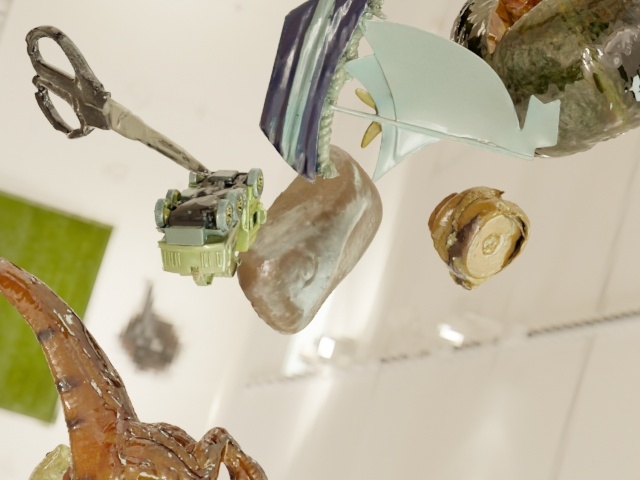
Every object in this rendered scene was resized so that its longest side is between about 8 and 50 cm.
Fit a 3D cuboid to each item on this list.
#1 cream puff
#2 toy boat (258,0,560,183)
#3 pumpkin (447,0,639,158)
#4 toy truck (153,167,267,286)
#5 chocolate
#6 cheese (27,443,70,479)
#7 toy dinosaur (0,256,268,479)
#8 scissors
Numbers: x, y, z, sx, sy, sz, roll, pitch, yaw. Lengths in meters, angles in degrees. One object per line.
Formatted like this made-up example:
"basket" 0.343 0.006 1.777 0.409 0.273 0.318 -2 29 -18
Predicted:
"cream puff" 0.194 -0.007 2.040 0.104 0.119 0.133 49 -31 41
"toy boat" 0.094 -0.134 1.600 0.067 0.291 0.220 -77 -178 -65
"pumpkin" 0.292 -0.227 1.820 0.320 0.192 0.320 -26 -153 15
"toy truck" -0.119 -0.008 1.808 0.191 0.085 0.116 -56 146 -68
"chocolate" 0.002 0.001 2.213 0.080 0.157 0.254 10 -127 46
"cheese" -0.243 0.217 1.441 0.083 0.030 0.044 -54 -154 12
"toy dinosaur" -0.144 0.160 1.233 0.097 0.208 0.432 -36 -109 29
"scissors" -0.181 -0.108 1.438 0.300 0.022 0.109 33 -42 46
